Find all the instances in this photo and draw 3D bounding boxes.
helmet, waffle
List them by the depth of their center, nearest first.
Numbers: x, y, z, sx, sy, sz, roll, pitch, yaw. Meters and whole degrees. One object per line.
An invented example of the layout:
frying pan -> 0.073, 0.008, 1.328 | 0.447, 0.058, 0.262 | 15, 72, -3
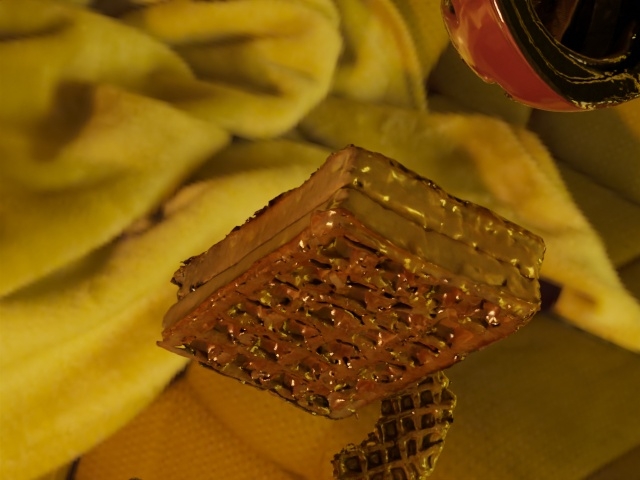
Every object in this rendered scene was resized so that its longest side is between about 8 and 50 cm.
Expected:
helmet -> 0.166, -0.188, 1.019 | 0.253, 0.198, 0.154 | -38, 15, -34
waffle -> 0.019, 0.047, 1.157 | 0.212, 0.308, 0.091 | 25, 55, -24
waffle -> 0.086, 0.223, 1.708 | 0.149, 0.194, 0.051 | 22, 2, 2

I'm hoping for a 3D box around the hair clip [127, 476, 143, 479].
hair clip -> -0.139, 0.277, 1.214 | 0.278, 0.090, 0.137 | 6, 61, -31
